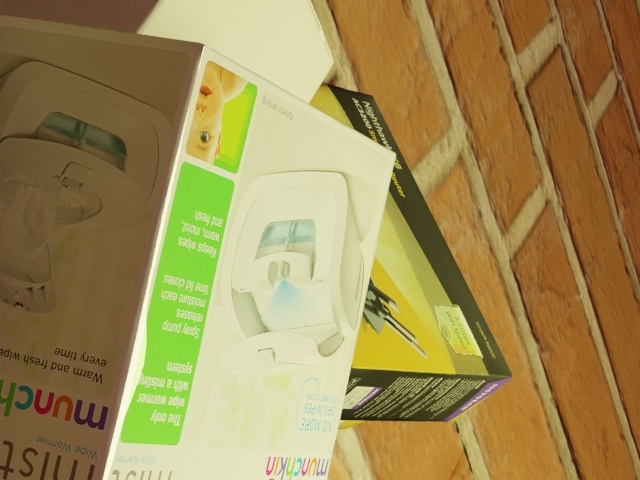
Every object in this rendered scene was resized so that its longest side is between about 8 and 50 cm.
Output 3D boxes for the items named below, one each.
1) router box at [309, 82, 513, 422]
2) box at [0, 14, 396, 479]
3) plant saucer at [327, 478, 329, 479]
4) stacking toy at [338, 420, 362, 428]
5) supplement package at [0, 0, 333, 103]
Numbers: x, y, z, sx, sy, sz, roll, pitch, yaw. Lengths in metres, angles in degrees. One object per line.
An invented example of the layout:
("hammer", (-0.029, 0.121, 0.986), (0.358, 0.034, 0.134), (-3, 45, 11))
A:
("router box", (0.000, 0.000, 1.268), (0.243, 0.081, 0.309), (8, 49, -48))
("box", (-0.082, 0.029, 0.822), (0.262, 0.127, 0.231), (23, 79, -65))
("plant saucer", (-0.059, 0.263, 1.225), (0.195, 0.037, 0.195), (-25, 124, -45))
("stacking toy", (0.011, 0.036, 1.398), (0.309, 0.130, 0.279), (0, 80, -63))
("supplement package", (-0.145, -0.087, 0.998), (0.293, 0.178, 0.175), (-60, 143, -32))
